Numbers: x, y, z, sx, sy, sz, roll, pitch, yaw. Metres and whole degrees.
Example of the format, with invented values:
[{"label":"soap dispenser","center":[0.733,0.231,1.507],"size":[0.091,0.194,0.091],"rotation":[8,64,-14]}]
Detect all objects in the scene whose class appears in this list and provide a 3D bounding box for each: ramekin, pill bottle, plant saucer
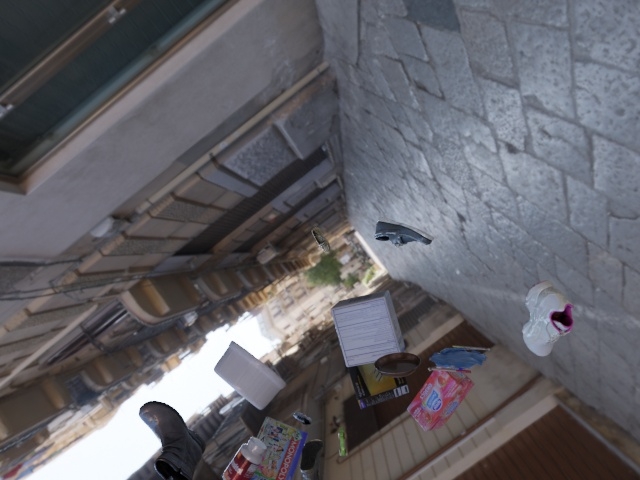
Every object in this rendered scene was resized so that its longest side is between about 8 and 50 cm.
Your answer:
[{"label":"ramekin","center":[-0.280,0.524,1.642],"size":[0.277,0.135,0.277],"rotation":[33,158,15]},{"label":"pill bottle","center":[-0.250,0.744,1.423],"size":[0.086,0.152,0.086],"rotation":[34,173,5]},{"label":"plant saucer","center":[0.281,0.455,1.546],"size":[0.168,0.168,0.029],"rotation":[-96,-4,-83]}]

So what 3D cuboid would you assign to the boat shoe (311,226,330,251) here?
[{"label":"boat shoe","center":[0.001,-0.001,2.260],"size":[0.153,0.056,0.048],"rotation":[62,-155,-14]}]

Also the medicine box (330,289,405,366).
[{"label":"medicine box","center":[0.221,0.407,1.968],"size":[0.149,0.263,0.289],"rotation":[-19,-87,-72]}]

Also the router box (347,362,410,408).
[{"label":"router box","center":[0.260,0.625,2.052],"size":[0.309,0.242,0.081],"rotation":[-110,1,-54]}]

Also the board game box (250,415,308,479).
[{"label":"board game box","center":[-0.207,0.961,1.864],"size":[0.213,0.046,0.317],"rotation":[19,-138,8]}]

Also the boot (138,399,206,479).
[{"label":"boot","center":[-0.600,0.794,1.667],"size":[0.338,0.118,0.223],"rotation":[41,-172,-6]}]

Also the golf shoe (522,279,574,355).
[{"label":"golf shoe","center":[0.747,0.282,1.390],"size":[0.140,0.115,0.306],"rotation":[-129,20,-58]}]

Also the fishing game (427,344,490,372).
[{"label":"fishing game","center":[0.467,0.408,1.446],"size":[0.264,0.189,0.041],"rotation":[-9,-87,-59]}]

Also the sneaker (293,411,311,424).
[{"label":"sneaker","center":[-0.090,0.900,2.142],"size":[0.098,0.038,0.069],"rotation":[20,172,3]}]

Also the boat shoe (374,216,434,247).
[{"label":"boat shoe","center":[0.320,-0.015,1.675],"size":[0.116,0.099,0.319],"rotation":[23,-179,-30]}]

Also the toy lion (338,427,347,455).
[{"label":"toy lion","center":[0.088,0.802,1.696],"size":[0.096,0.034,0.100],"rotation":[80,-174,-60]}]

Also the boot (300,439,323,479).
[{"label":"boot","center":[-0.022,0.823,1.451],"size":[0.189,0.076,0.209],"rotation":[-37,-63,-72]}]

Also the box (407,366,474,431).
[{"label":"box","center":[0.581,0.757,2.060],"size":[0.154,0.300,0.142],"rotation":[14,-158,-42]}]
